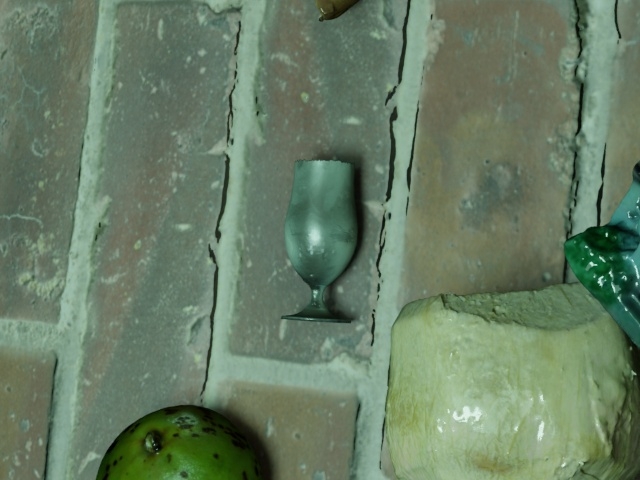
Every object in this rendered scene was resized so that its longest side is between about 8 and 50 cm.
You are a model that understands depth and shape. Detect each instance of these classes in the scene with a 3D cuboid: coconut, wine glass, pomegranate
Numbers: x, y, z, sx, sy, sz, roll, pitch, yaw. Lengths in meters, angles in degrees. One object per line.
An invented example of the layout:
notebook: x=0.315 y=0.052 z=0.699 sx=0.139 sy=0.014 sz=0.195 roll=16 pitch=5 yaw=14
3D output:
coconut: x=0.208 y=0.184 z=1.557 sx=0.297 sy=0.297 sz=0.255 roll=-13 pitch=76 yaw=30
wine glass: x=0.000 y=0.000 z=1.811 sx=0.093 sy=0.093 sz=0.202 roll=3 pitch=87 yaw=32
pomegranate: x=-0.173 y=0.327 z=1.844 sx=0.211 sy=0.263 sz=0.211 roll=-9 pitch=39 yaw=8

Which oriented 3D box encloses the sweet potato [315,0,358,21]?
sweet potato: x=0.107 y=-0.400 z=1.760 sx=0.336 sy=0.131 sz=0.131 roll=-33 pitch=69 yaw=26

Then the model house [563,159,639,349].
model house: x=0.436 y=-0.001 z=1.430 sx=0.280 sy=0.230 sz=0.249 roll=51 pitch=134 yaw=23
